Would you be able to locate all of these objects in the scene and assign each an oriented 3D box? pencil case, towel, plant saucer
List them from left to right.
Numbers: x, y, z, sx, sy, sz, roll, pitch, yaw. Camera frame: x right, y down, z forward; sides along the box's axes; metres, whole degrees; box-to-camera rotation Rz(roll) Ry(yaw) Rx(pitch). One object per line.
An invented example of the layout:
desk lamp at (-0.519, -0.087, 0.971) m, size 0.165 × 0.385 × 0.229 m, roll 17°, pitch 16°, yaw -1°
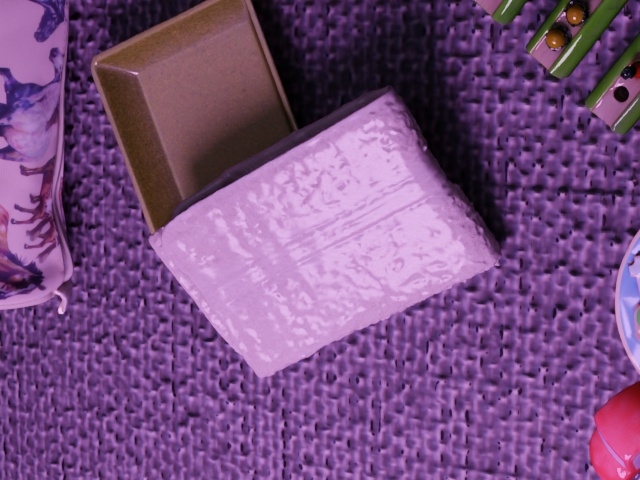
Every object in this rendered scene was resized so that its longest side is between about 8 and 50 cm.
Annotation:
pencil case at (-0.311, -0.137, 1.311) m, size 0.183 × 0.160 × 0.410 m, roll 5°, pitch 102°, yaw 9°
plant saucer at (-0.103, -0.115, 1.273) m, size 0.188 × 0.045 × 0.188 m, roll -20°, pitch 89°, yaw 28°
towel at (0.000, 0.000, 1.210) m, size 0.282 × 0.049 × 0.187 m, roll -27°, pitch 110°, yaw 28°

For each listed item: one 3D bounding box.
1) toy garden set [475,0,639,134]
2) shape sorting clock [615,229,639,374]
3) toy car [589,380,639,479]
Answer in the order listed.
toy garden set at (0.204, -0.235, 1.069) m, size 0.244 × 0.049 × 0.204 m, roll 46°, pitch 124°, yaw 15°
shape sorting clock at (0.333, 0.055, 1.079) m, size 0.206 × 0.040 × 0.206 m, roll 5°, pitch 101°, yaw 27°
toy car at (0.278, 0.063, 1.017) m, size 0.239 × 0.053 × 0.225 m, roll -22°, pitch 64°, yaw 45°
